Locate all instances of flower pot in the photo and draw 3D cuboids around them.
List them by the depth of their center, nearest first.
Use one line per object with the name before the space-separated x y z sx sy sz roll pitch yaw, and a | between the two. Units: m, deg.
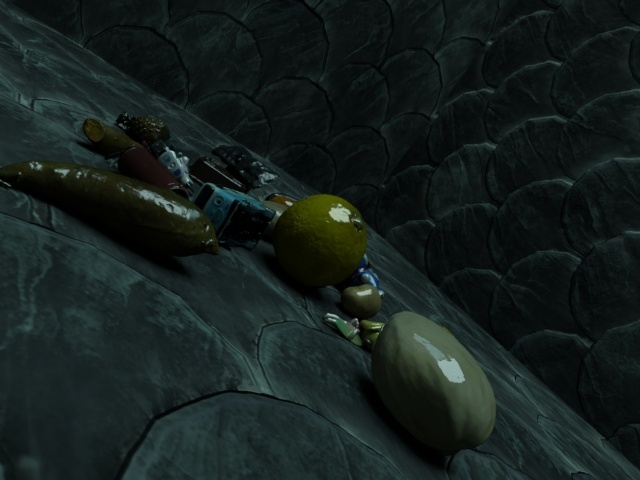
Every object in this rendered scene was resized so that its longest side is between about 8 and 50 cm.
flower pot | -0.357 -0.217 1.941 0.251 0.084 0.179 35 10 -7

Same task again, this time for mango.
mango | -0.114 -0.108 1.922 0.159 0.084 0.105 14 -23 -31

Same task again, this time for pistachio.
pistachio | 0.226 0.292 1.153 0.332 0.226 0.207 51 -21 35
pistachio | -0.156 -0.067 1.801 0.130 0.131 0.206 -12 -30 42

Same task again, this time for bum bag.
bum bag | -0.275 -0.280 2.006 0.137 0.074 0.310 -19 49 -39

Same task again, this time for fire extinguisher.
fire extinguisher | -0.445 -0.163 1.374 0.269 0.104 0.105 42 11 30

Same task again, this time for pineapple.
pineapple | -0.612 -0.382 1.845 0.198 0.108 0.108 26 8 12

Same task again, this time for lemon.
lemon | -0.001 0.001 1.578 0.293 0.293 0.293 35 10 -7

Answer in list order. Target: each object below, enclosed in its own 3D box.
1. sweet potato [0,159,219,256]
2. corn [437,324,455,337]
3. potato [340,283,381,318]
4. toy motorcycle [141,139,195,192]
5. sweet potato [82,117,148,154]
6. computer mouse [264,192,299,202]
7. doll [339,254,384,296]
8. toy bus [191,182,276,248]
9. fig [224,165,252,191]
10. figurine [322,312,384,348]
sweet potato | -0.388 -0.069 1.054 0.423 0.130 0.130 24 14 -25
corn | 0.387 0.359 1.680 0.120 0.120 0.363 35 8 -7
potato | 0.128 0.185 1.659 0.147 0.112 0.112 16 21 -46
toy motorcycle | -0.462 -0.240 1.678 0.221 0.102 0.150 47 -7 36
sweet potato | -0.567 -0.266 1.506 0.077 0.077 0.244 39 2 19
computer mouse | -0.129 -0.070 2.034 0.168 0.087 0.295 17 35 -28
doll | 0.121 0.107 1.846 0.257 0.161 0.215 50 -16 12
toy bus | -0.251 -0.073 1.497 0.165 0.133 0.271 33 6 14
fig | -0.333 -0.263 2.135 0.133 0.126 0.185 10 28 -37
figurine | 0.097 0.232 1.437 0.187 0.083 0.083 25 11 -9
